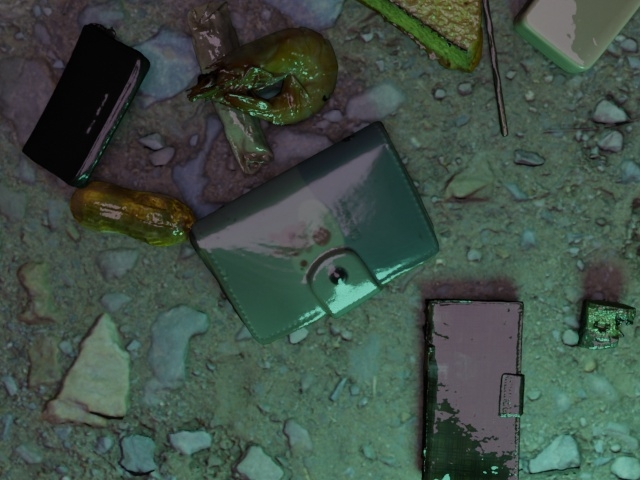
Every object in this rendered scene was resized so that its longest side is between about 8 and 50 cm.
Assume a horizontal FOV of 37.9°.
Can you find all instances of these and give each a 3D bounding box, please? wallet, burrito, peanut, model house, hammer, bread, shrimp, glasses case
[{"bbox_3d":[0.253,0.254,1.548,0.169,0.044,0.317,1,94,3],"label":"wallet"},{"bbox_3d":[0.000,0.000,1.487,0.360,0.083,0.252,-30,102,-2],"label":"wallet"},{"bbox_3d":[-0.138,-0.241,1.479,0.082,0.059,0.275,-24,99,-30],"label":"burrito"},{"bbox_3d":[-0.298,-0.042,1.491,0.206,0.087,0.087,12,96,1],"label":"peanut"},{"bbox_3d":[0.468,0.142,1.527,0.078,0.066,0.083,8,97,0],"label":"model house"},{"bbox_3d":[-0.368,-0.214,1.466,0.149,0.044,0.250,33,95,26],"label":"wallet"},{"bbox_3d":[0.274,-0.312,1.502,0.058,0.029,0.292,-9,98,2],"label":"hammer"},{"bbox_3d":[0.161,-0.381,1.442,0.260,0.129,0.134,31,87,-5],"label":"bread"},{"bbox_3d":[-0.086,-0.246,1.444,0.267,0.061,0.145,-19,105,-32],"label":"shrimp"},{"bbox_3d":[0.459,-0.432,1.464,0.144,0.076,0.336,38,94,-3],"label":"glasses case"}]
